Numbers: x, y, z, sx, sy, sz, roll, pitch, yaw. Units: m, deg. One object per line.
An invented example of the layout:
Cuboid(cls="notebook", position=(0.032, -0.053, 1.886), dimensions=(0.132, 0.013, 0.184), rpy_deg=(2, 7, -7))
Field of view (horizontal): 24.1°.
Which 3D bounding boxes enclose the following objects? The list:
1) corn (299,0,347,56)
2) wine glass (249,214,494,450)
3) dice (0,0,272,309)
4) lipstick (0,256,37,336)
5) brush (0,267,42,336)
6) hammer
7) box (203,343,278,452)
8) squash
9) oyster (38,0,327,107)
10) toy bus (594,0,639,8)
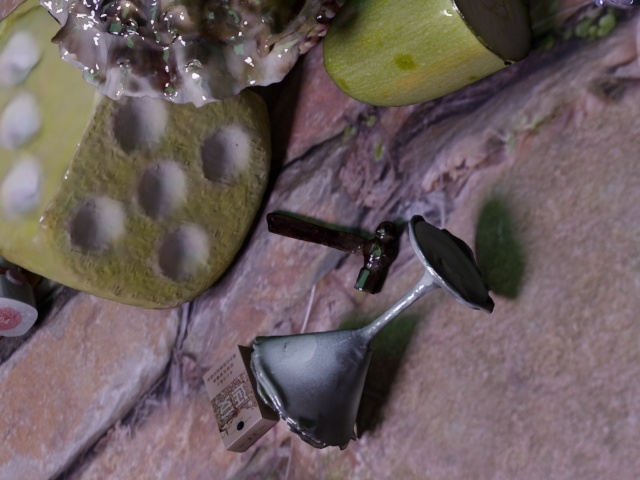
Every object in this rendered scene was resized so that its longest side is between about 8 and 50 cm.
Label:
Cuboid(cls="corn", position=(-0.005, -0.232, 1.339), dimensions=(0.280, 0.092, 0.092), rpy_deg=(-35, 51, 51))
Cuboid(cls="wine glass", position=(0.045, 0.071, 1.194), dimensions=(0.183, 0.122, 0.122), rpy_deg=(-41, 49, 21))
Cuboid(cls="dice", position=(-0.201, -0.082, 1.417), dimensions=(0.238, 0.227, 0.233), rpy_deg=(30, 97, 47))
Cuboid(cls="lipstick", position=(-0.358, 0.019, 1.656), dimensions=(0.057, 0.063, 0.186), rpy_deg=(-49, 41, 25))
Cuboid(cls="brush", position=(-0.320, 0.035, 1.660), dimensions=(0.272, 0.013, 0.103), rpy_deg=(-52, 44, 21))
Cuboid(cls="hammer", position=(0.000, 0.000, 1.327), dimensions=(0.178, 0.021, 0.065), rpy_deg=(17, 89, 49))
Cuboid(cls="box", position=(-0.073, 0.142, 1.347), dimensions=(0.053, 0.024, 0.083), rpy_deg=(-45, 46, 26))
Cuboid(cls="squash", position=(0.074, -0.173, 1.244), dimensions=(0.187, 0.123, 0.123), rpy_deg=(-19, 62, 41))
Cuboid(cls="oyster", position=(-0.136, -0.259, 1.251), dimensions=(0.238, 0.115, 0.351), rpy_deg=(-19, 72, 2))
Cuboid(cls="toy bus", position=(0.190, -0.289, 1.179), dimensions=(0.317, 0.112, 0.138), rpy_deg=(45, 119, 47))
